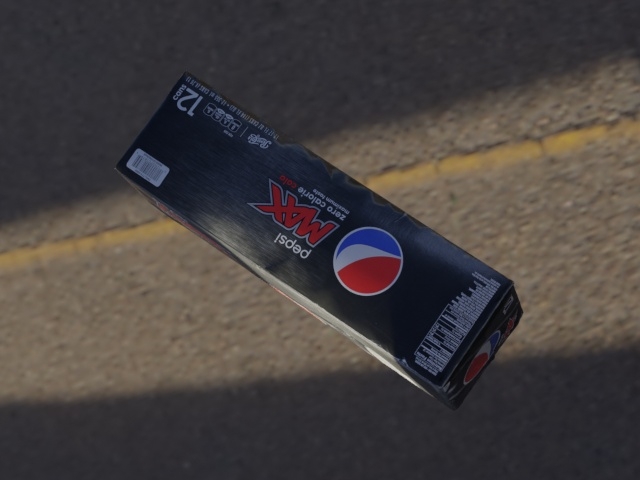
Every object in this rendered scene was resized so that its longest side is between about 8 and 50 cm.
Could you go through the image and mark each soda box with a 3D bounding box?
[{"bbox_3d":[0.000,0.000,0.752,0.169,0.060,0.053,34,84,17],"label":"soda box"}]
